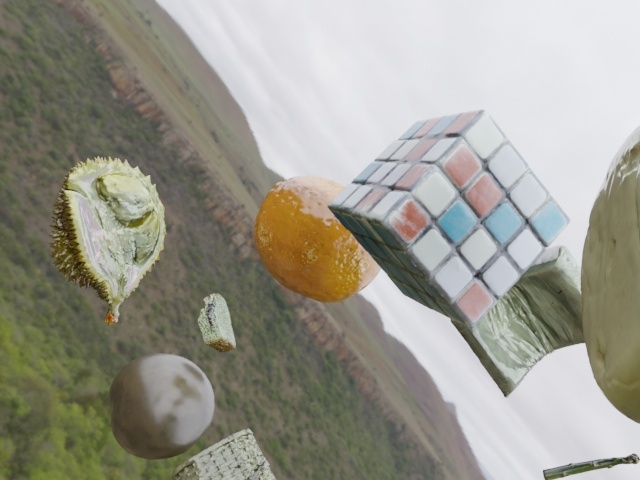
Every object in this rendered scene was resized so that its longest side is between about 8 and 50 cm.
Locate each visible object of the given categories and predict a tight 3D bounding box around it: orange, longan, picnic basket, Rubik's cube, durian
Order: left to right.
[{"bbox_3d":[-0.258,0.001,0.778,0.102,0.208,0.146,6,12,39],"label":"durian"},{"bbox_3d":[-0.293,0.304,1.187,0.198,0.198,0.212,51,4,-18],"label":"longan"},{"bbox_3d":[-0.118,0.399,0.918,0.196,0.134,0.154,57,-28,25],"label":"picnic basket"},{"bbox_3d":[0.000,0.000,1.585,0.341,0.293,0.340,20,12,-4],"label":"orange"},{"bbox_3d":[0.211,-0.045,1.105,0.259,0.253,0.256,49,-9,-18],"label":"Rubik's cube"}]

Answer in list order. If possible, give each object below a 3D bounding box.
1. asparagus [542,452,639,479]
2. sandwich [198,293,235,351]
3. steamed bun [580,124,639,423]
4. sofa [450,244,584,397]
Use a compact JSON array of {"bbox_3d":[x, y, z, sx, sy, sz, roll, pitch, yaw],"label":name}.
[{"bbox_3d":[0.363,0.303,0.856,0.018,0.127,0.015,-89,164,-67],"label":"asparagus"},{"bbox_3d":[-0.186,0.139,1.129,0.093,0.036,0.104,63,11,-60],"label":"sandwich"},{"bbox_3d":[0.424,0.044,0.684,0.233,0.333,0.312,6,-21,10],"label":"steamed bun"},{"bbox_3d":[0.400,0.146,1.197,0.225,0.176,0.210,-26,-77,43],"label":"sofa"}]
